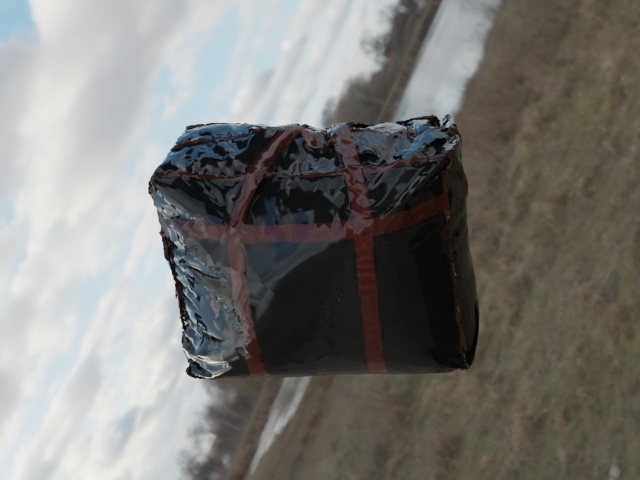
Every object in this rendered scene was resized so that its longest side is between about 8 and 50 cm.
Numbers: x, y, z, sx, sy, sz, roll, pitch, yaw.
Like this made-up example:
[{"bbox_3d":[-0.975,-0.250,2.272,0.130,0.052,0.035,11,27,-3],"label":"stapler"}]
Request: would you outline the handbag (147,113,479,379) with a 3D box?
[{"bbox_3d":[0.000,0.000,0.632,0.155,0.215,0.169,-80,-14,-62],"label":"handbag"}]
